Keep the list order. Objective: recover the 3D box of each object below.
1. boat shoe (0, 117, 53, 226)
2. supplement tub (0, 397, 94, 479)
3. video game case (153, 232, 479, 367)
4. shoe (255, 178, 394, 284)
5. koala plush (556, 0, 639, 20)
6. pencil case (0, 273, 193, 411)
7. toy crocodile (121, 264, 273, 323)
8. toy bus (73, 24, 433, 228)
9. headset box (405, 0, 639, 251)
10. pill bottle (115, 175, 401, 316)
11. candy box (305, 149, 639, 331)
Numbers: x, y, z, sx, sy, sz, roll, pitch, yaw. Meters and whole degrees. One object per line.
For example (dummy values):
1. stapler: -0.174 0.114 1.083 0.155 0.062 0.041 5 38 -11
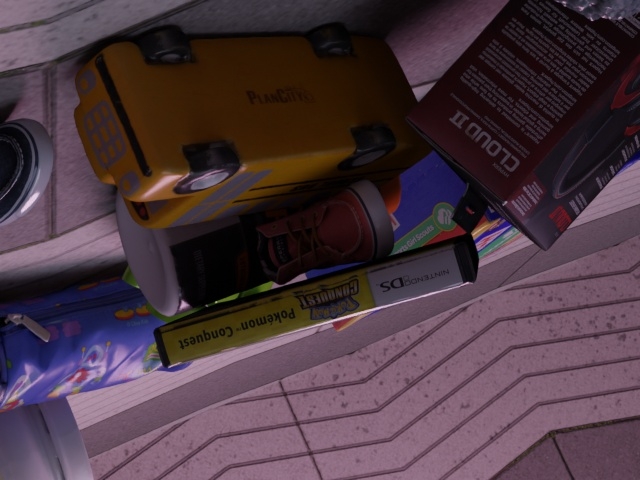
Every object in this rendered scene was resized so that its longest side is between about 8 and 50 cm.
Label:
1. boat shoe: -0.272 -0.028 1.013 0.183 0.065 0.083 -31 168 32
2. supplement tub: -0.434 0.266 1.568 0.325 0.235 0.235 -20 167 -21
3. video game case: 0.010 0.045 1.201 0.248 0.035 0.275 -16 180 7
4. shoe: 0.000 0.000 1.152 0.081 0.063 0.178 -20 178 -14
5. koala plush: 0.155 -0.256 0.686 0.196 0.203 0.221 -25 151 -47
6. pencil case: -0.257 0.101 1.484 0.306 0.119 0.133 -10 151 -49
7. toy crocodile: -0.116 0.023 1.481 0.115 0.105 0.340 -66 161 7
8. toy bus: -0.050 -0.087 1.096 0.130 0.108 0.333 -32 167 40
9. headset box: 0.203 -0.125 1.140 0.293 0.110 0.218 -48 160 3
10. pill bottle: -0.050 -0.030 1.290 0.246 0.130 0.130 -20 168 -23
11. candy box: 0.166 -0.046 1.600 0.317 0.122 0.268 -21 168 -45
